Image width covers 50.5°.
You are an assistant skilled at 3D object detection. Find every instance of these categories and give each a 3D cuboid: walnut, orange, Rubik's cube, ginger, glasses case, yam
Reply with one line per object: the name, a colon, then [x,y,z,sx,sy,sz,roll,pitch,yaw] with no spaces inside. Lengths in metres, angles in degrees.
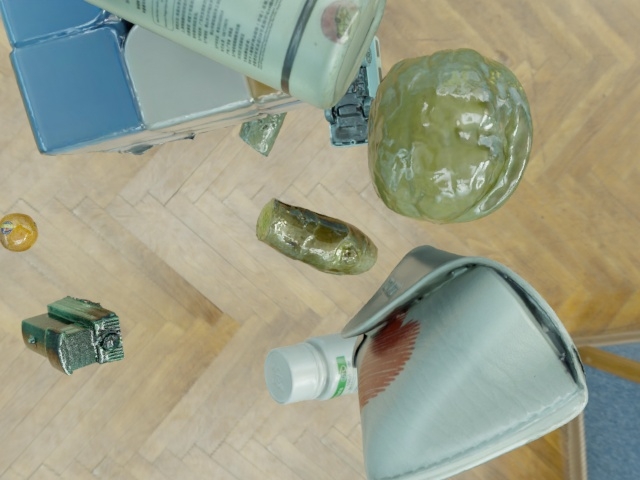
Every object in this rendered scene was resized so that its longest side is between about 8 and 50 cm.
walnut: [0.203,-0.162,1.097,0.254,0.282,0.276,4,98,2]
orange: [-0.617,-0.017,1.382,0.084,0.083,0.083,0,92,-13]
Rubik's cube: [-0.164,-0.302,0.812,0.347,0.346,0.344,-15,99,-1]
ginger: [0.000,0.000,1.268,0.263,0.109,0.116,23,52,-31]
glasses case: [0.067,0.064,0.456,0.128,0.308,0.083,-38,90,2]
yam: [-0.150,-0.330,1.822,0.107,0.107,0.194,21,94,-13]

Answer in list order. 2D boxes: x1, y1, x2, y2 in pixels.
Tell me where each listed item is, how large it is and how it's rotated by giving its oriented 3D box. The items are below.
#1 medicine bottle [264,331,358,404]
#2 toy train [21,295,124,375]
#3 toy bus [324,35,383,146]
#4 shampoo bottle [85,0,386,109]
medicine bottle: [0.011,0.267,1.432,0.237,0.139,0.139,-5,94,-36]
toy train: [-0.650,0.241,1.759,0.178,0.330,0.138,-18,108,-44]
toy bus: [0.091,-0.378,1.701,0.133,0.165,0.271,-2,102,25]
shampoo bottle: [-0.095,-0.164,0.384,0.263,0.085,0.085,25,86,4]
